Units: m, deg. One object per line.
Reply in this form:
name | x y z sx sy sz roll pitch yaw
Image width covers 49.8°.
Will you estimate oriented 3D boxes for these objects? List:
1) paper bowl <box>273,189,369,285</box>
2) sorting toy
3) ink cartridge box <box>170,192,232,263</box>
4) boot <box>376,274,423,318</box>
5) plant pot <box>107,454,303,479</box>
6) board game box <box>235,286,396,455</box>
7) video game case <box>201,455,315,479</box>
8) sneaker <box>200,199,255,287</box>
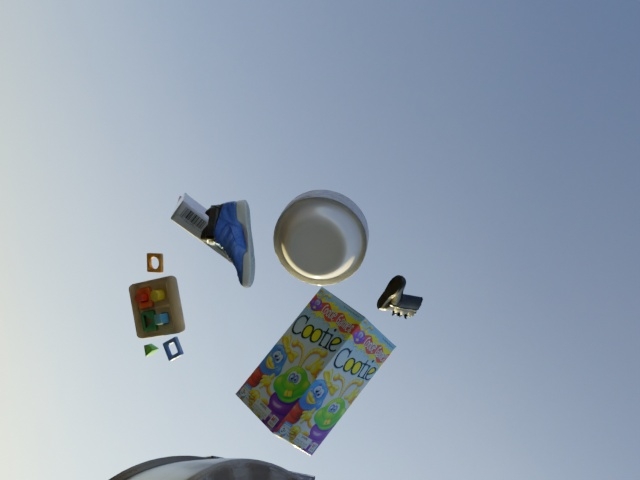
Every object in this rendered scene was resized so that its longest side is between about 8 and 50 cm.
paper bowl | 0.000 0.000 2.058 0.148 0.285 0.284 -69 165 -70
sorting toy | -0.522 0.210 2.155 0.196 0.047 0.347 -13 -94 30
ink cartridge box | -0.241 -0.042 1.564 0.066 0.189 0.232 -49 -164 13
boot | 0.204 0.138 1.672 0.121 0.099 0.045 -58 -152 34
plant pot | -0.115 0.353 0.703 0.280 0.323 0.323 -51 -127 47
board game box | -0.007 0.259 1.372 0.275 0.144 0.142 -51 -136 -7
video game case | -0.175 0.597 1.786 0.196 0.274 0.026 140 -36 -61
sneaker | -0.160 0.009 1.182 0.058 0.085 0.152 40 44 -86
